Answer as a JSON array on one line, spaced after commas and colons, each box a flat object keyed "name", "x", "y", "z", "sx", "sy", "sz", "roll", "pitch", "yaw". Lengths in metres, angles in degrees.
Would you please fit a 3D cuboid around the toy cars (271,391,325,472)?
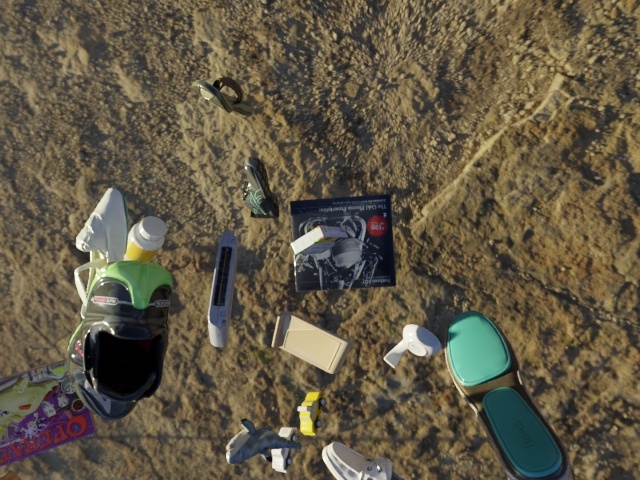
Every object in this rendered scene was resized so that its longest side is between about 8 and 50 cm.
[{"name": "toy cars", "x": -0.113, "y": 0.841, "z": 1.870, "sx": 0.087, "sy": 0.176, "sz": 0.394, "roll": 35, "pitch": 93, "yaw": -31}]

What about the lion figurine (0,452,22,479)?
[{"name": "lion figurine", "x": -0.540, "y": 0.429, "z": 0.546, "sx": 0.142, "sy": 0.392, "sz": 0.240, "roll": 5, "pitch": 129, "yaw": -14}]

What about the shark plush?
[{"name": "shark plush", "x": -0.116, "y": 0.417, "z": 0.840, "sx": 0.161, "sy": 0.067, "sz": 0.073, "roll": 29, "pitch": 108, "yaw": -33}]

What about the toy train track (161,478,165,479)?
[{"name": "toy train track", "x": -0.236, "y": 0.425, "z": 0.678, "sx": 0.083, "sy": 0.048, "sz": 0.014, "roll": 50, "pitch": 130, "yaw": 16}]

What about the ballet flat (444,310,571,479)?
[{"name": "ballet flat", "x": 0.267, "y": 0.241, "z": 0.634, "sx": 0.107, "sy": 0.316, "sz": 0.106, "roll": -21, "pitch": 117, "yaw": 13}]

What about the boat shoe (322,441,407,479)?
[{"name": "boat shoe", "x": 0.137, "y": 0.542, "z": 0.963, "sx": 0.277, "sy": 0.098, "sz": 0.096, "roll": 31, "pitch": 103, "yaw": 11}]

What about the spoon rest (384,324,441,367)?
[{"name": "spoon rest", "x": 0.321, "y": 0.370, "z": 1.483, "sx": 0.137, "sy": 0.084, "sz": 0.276, "roll": 40, "pitch": 143, "yaw": 4}]

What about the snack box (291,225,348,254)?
[{"name": "snack box", "x": 0.000, "y": 0.000, "z": 1.140, "sx": 0.100, "sy": 0.141, "sz": 0.037, "roll": -30, "pitch": 75, "yaw": 26}]

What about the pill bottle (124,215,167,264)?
[{"name": "pill bottle", "x": -0.635, "y": 0.006, "z": 1.509, "sx": 0.117, "sy": 0.117, "sz": 0.208, "roll": 42, "pitch": 126, "yaw": -8}]

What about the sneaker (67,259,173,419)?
[{"name": "sneaker", "x": -0.418, "y": 0.248, "z": 0.847, "sx": 0.185, "sy": 0.202, "sz": 0.483, "roll": 7, "pitch": 132, "yaw": -24}]

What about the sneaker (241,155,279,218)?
[{"name": "sneaker", "x": -0.208, "y": -0.154, "z": 1.344, "sx": 0.106, "sy": 0.101, "sz": 0.267, "roll": -8, "pitch": 142, "yaw": 6}]

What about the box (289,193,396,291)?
[{"name": "box", "x": 0.082, "y": 0.007, "z": 1.473, "sx": 0.343, "sy": 0.179, "sz": 0.313, "roll": -4, "pitch": 93, "yaw": 5}]

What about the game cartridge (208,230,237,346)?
[{"name": "game cartridge", "x": -0.281, "y": 0.145, "z": 1.219, "sx": 0.060, "sy": 0.294, "sz": 0.196, "roll": 4, "pitch": 146, "yaw": -5}]

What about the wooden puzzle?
[{"name": "wooden puzzle", "x": -0.028, "y": 0.319, "z": 1.324, "sx": 0.238, "sy": 0.044, "sz": 0.221, "roll": 21, "pitch": 138, "yaw": 5}]

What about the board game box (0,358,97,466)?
[{"name": "board game box", "x": -0.776, "y": 0.445, "z": 1.054, "sx": 0.346, "sy": 0.056, "sz": 0.208, "roll": -14, "pitch": 92, "yaw": -22}]

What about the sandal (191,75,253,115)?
[{"name": "sandal", "x": -0.271, "y": -0.427, "z": 1.208, "sx": 0.120, "sy": 0.303, "sz": 0.086, "roll": 32, "pitch": 106, "yaw": 1}]

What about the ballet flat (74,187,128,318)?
[{"name": "ballet flat", "x": -0.631, "y": 0.051, "z": 1.205, "sx": 0.139, "sy": 0.139, "sz": 0.400, "roll": 8, "pitch": 102, "yaw": 6}]
